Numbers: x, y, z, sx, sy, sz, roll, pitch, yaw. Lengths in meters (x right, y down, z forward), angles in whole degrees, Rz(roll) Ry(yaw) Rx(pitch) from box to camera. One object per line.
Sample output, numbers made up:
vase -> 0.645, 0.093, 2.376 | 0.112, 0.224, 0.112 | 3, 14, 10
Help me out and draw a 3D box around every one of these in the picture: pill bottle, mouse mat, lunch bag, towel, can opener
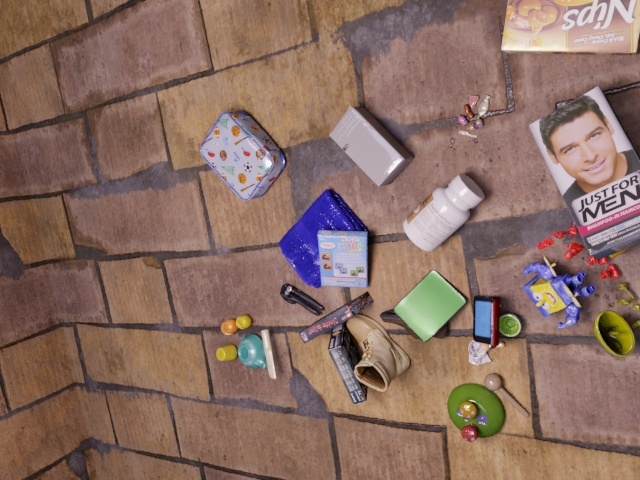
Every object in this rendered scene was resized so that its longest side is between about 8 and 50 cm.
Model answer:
pill bottle -> 0.365, -0.084, 1.611 | 0.131, 0.131, 0.229 | 50, 121, 11
mouse mat -> 0.342, 0.204, 1.713 | 0.189, 0.007, 0.152 | -46, 66, 5
lunch bag -> -0.287, -0.304, 1.960 | 0.303, 0.115, 0.243 | 48, 123, 11
towel -> 0.000, 0.000, 1.883 | 0.227, 0.076, 0.308 | 49, 121, 10
can opener -> -0.068, 0.216, 1.998 | 0.186, 0.073, 0.059 | 24, 74, 21

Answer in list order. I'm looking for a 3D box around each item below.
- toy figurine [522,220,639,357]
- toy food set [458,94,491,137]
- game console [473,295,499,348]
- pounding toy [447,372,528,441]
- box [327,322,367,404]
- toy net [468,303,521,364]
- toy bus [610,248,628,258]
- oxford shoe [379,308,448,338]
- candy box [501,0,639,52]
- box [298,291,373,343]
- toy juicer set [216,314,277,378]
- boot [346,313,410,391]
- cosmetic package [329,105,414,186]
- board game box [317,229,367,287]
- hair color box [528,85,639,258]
toy figurine -> 0.684, 0.149, 1.508 | 0.362, 0.191, 0.217 | 53, 152, 1
toy food set -> 0.436, -0.361, 1.566 | 0.078, 0.019, 0.122 | 20, 112, 25
game console -> 0.483, 0.238, 1.612 | 0.085, 0.124, 0.143 | 0, 88, 27
pounding toy -> 0.493, 0.540, 1.702 | 0.237, 0.110, 0.182 | -41, 80, 32
box -> 0.097, 0.414, 1.844 | 0.051, 0.175, 0.220 | -22, 104, 13
toy net -> 0.509, 0.294, 1.670 | 0.122, 0.045, 0.232 | 39, 119, 17
toy bus -> 0.793, -0.042, 1.381 | 0.191, 0.104, 0.202 | 8, 107, 29
oxford shoe -> 0.298, 0.277, 1.771 | 0.227, 0.083, 0.096 | 8, 108, 29
candy box -> 0.630, -0.561, 1.359 | 0.317, 0.088, 0.182 | 12, 108, 28
box -> 0.053, 0.263, 1.867 | 0.233, 0.159, 0.044 | -35, 83, 32
toy juicer set -> -0.268, 0.401, 2.144 | 0.329, 0.090, 0.209 | 7, 93, 38
boot -> 0.157, 0.367, 1.804 | 0.262, 0.203, 0.095 | 45, 120, 15
cosmetic package -> 0.159, -0.292, 1.700 | 0.238, 0.107, 0.127 | 48, 118, 16
board game box -> 0.077, 0.063, 1.804 | 0.160, 0.039, 0.211 | 2, 127, 8
hair color box -> 0.685, -0.164, 1.341 | 0.185, 0.114, 0.374 | -30, 65, 32
